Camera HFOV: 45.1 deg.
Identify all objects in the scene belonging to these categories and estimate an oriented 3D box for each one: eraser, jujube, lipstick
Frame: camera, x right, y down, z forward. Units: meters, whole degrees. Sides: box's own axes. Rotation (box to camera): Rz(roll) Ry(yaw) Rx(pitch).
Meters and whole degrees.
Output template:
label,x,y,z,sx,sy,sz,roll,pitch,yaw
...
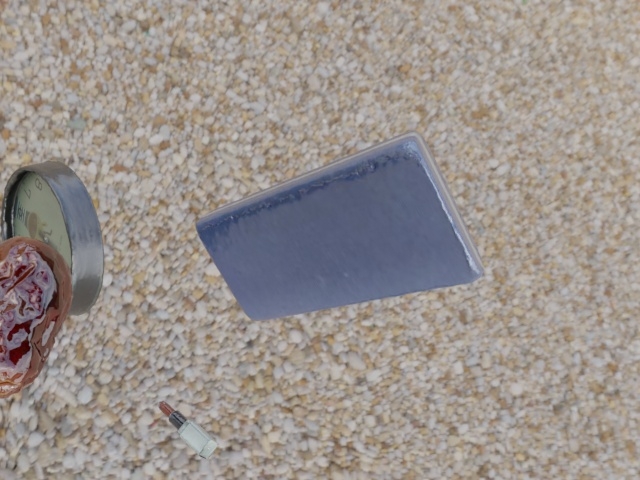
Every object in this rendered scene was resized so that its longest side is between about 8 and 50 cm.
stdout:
label,x,y,z,sx,sy,sz,roll,pitch,yaw
eraser,0.000,0.000,0.461,0.036,0.225,0.082,-37,103,-40
jujube,-0.232,0.058,0.589,0.077,0.077,0.129,15,47,-18
lipstick,-0.177,0.239,0.997,0.107,0.025,0.025,33,79,34

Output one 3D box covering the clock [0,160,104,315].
label,x,y,z,sx,sy,sz,roll,pitch,yaw
clock,-0.312,0.000,0.886,0.040,0.184,0.184,-13,78,-44
